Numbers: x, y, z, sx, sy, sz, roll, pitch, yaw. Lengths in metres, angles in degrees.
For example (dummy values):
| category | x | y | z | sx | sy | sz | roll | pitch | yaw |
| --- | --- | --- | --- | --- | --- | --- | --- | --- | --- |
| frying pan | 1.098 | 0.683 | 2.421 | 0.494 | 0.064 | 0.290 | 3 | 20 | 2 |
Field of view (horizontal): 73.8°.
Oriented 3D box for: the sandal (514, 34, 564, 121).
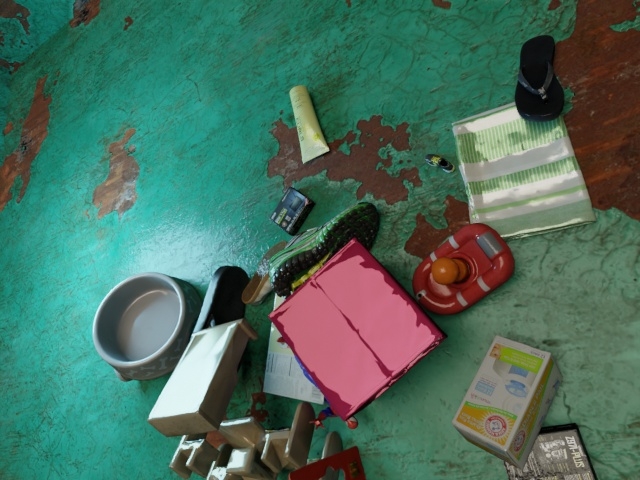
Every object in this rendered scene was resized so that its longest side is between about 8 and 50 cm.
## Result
| category | x | y | z | sx | sy | sz | roll | pitch | yaw |
| --- | --- | --- | --- | --- | --- | --- | --- | --- | --- |
| sandal | 0.488 | -0.373 | 0.967 | 0.097 | 0.054 | 0.254 | -9 | 60 | 30 |

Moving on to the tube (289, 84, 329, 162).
| category | x | y | z | sx | sy | sz | roll | pitch | yaw |
| --- | --- | --- | --- | --- | --- | --- | --- | --- | --- |
| tube | -0.040 | -0.361 | 1.309 | 0.070 | 0.062 | 0.240 | 135 | 125 | -62 |

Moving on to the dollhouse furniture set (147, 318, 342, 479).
| category | x | y | z | sx | sy | sz | roll | pitch | yaw |
| --- | --- | --- | --- | --- | --- | --- | --- | --- | --- |
| dollhouse furniture set | -0.187 | 0.432 | 1.060 | 0.362 | 0.394 | 0.256 | -19 | 30 | 26 |

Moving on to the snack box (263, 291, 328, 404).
| category | x | y | z | sx | sy | sz | roll | pitch | yaw |
| --- | --- | --- | --- | --- | --- | --- | --- | --- | --- |
| snack box | -0.045 | 0.257 | 1.151 | 0.187 | 0.060 | 0.321 | 1 | 78 | 28 |

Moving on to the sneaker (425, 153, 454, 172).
| category | x | y | z | sx | sy | sz | roll | pitch | yaw |
| --- | --- | --- | --- | --- | --- | --- | --- | --- | --- |
| sneaker | 0.301 | -0.202 | 1.079 | 0.083 | 0.035 | 0.031 | 33 | 95 | 32 |

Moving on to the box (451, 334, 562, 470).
| category | x | y | z | sx | sy | sz | roll | pitch | yaw |
| --- | --- | --- | --- | --- | --- | --- | --- | --- | --- |
| box | 0.361 | 0.307 | 0.820 | 0.114 | 0.103 | 0.203 | 13 | 61 | 50 |

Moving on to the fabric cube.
| category | x | y | z | sx | sy | sz | roll | pitch | yaw |
| --- | --- | --- | --- | --- | --- | --- | --- | --- | --- |
| fabric cube | 0.092 | 0.193 | 0.938 | 0.259 | 0.254 | 0.258 | -43 | 69 | 5 |

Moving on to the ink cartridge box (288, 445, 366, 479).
| category | x | y | z | sx | sy | sz | roll | pitch | yaw |
| --- | --- | --- | --- | --- | --- | --- | --- | --- | --- |
| ink cartridge box | 0.098 | 0.620 | 0.832 | 0.091 | 0.308 | 0.384 | -28 | 64 | 22 |

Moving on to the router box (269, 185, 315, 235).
| category | x | y | z | sx | sy | sz | roll | pitch | yaw |
| --- | --- | --- | --- | --- | --- | --- | --- | --- | --- |
| router box | -0.085 | -0.088 | 1.275 | 0.092 | 0.038 | 0.122 | 36 | 97 | 33 |

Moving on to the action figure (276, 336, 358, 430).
| category | x | y | z | sx | sy | sz | roll | pitch | yaw |
| --- | --- | --- | --- | --- | --- | --- | --- | --- | --- |
| action figure | -0.010 | 0.329 | 1.008 | 0.091 | 0.139 | 0.280 | -42 | 71 | 7 |

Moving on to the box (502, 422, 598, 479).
| category | x | y | z | sx | sy | sz | roll | pitch | yaw |
| --- | --- | --- | --- | --- | --- | --- | --- | --- | --- |
| box | 0.441 | 0.455 | 0.806 | 0.148 | 0.078 | 0.180 | -23 | 67 | 25 |

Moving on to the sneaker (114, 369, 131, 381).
| category | x | y | z | sx | sy | sz | roll | pitch | yaw |
| --- | --- | --- | --- | --- | --- | --- | --- | --- | --- |
| sneaker | -0.600 | 0.366 | 1.427 | 0.111 | 0.103 | 0.252 | 26 | 92 | 34 |

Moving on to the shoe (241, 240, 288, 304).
| category | x | y | z | sx | sy | sz | roll | pitch | yaw |
| --- | --- | --- | --- | --- | --- | --- | --- | --- | --- |
| shoe | -0.152 | 0.099 | 1.264 | 0.219 | 0.058 | 0.076 | -55 | 38 | 3 |

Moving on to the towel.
| category | x | y | z | sx | sy | sz | roll | pitch | yaw |
| --- | --- | --- | --- | --- | --- | --- | --- | --- | --- |
| towel | 0.448 | -0.166 | 0.983 | 0.248 | 0.038 | 0.324 | -15 | 70 | 26 |

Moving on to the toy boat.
| category | x | y | z | sx | sy | sz | roll | pitch | yaw |
| --- | --- | --- | --- | --- | --- | --- | --- | --- | --- |
| toy boat | 0.292 | 0.067 | 0.933 | 0.231 | 0.151 | 0.150 | -48 | 57 | 32 |

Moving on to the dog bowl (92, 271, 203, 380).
| category | x | y | z | sx | sy | sz | roll | pitch | yaw |
| --- | --- | --- | --- | --- | --- | --- | --- | --- | --- |
| dog bowl | -0.553 | 0.257 | 1.352 | 0.349 | 0.102 | 0.348 | -4 | 62 | 8 |

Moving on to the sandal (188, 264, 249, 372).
| category | x | y | z | sx | sy | sz | roll | pitch | yaw |
| --- | --- | --- | --- | --- | --- | --- | --- | --- | --- |
| sandal | -0.285 | 0.290 | 1.220 | 0.107 | 0.168 | 0.445 | 4 | 79 | 35 |

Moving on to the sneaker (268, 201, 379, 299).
| category | x | y | z | sx | sy | sz | roll | pitch | yaw |
| --- | --- | --- | --- | --- | --- | --- | --- | --- | --- |
| sneaker | 0.000 | 0.000 | 1.129 | 0.344 | 0.134 | 0.146 | -33 | 36 | -2 |
